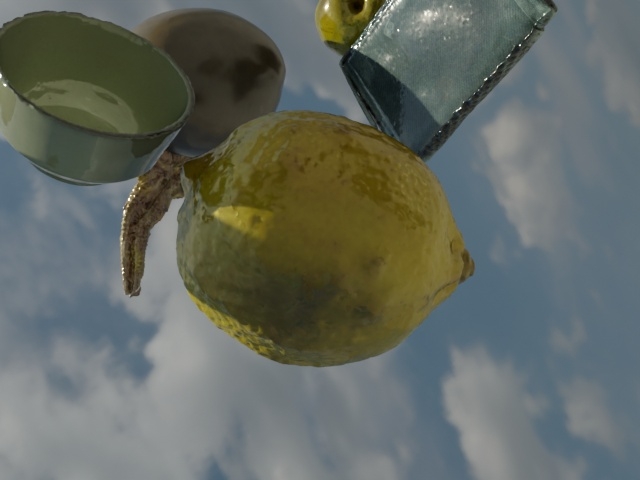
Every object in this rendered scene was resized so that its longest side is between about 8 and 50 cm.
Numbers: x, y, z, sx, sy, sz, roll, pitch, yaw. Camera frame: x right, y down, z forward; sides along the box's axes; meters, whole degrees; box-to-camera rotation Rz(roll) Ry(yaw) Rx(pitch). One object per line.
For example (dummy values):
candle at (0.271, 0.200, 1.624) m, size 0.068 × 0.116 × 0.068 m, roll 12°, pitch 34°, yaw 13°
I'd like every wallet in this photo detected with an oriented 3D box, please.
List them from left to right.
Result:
wallet at (0.179, -0.288, 1.441) m, size 0.075 × 0.342 × 0.237 m, roll -2°, pitch -125°, yaw -41°

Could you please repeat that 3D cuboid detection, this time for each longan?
longan at (-0.205, -0.254, 1.621) m, size 0.300 × 0.300 × 0.243 m, roll 9°, pitch -103°, yaw -54°

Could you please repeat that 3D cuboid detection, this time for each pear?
pear at (0.065, -0.367, 1.625) m, size 0.149 × 0.149 × 0.162 m, roll 61°, pitch -175°, yaw 2°

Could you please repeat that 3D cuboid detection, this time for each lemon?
lemon at (0.000, 0.000, 1.043) m, size 0.322 × 0.268 × 0.268 m, roll 25°, pitch -147°, yaw 1°

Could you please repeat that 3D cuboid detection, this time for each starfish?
starfish at (-0.281, -0.161, 1.836) m, size 0.384 × 0.398 × 0.132 m, roll 64°, pitch 166°, yaw -21°

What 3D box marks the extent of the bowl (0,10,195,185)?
bowl at (-0.244, -0.134, 1.032) m, size 0.211 × 0.112 × 0.211 m, roll 17°, pitch -142°, yaw -13°
